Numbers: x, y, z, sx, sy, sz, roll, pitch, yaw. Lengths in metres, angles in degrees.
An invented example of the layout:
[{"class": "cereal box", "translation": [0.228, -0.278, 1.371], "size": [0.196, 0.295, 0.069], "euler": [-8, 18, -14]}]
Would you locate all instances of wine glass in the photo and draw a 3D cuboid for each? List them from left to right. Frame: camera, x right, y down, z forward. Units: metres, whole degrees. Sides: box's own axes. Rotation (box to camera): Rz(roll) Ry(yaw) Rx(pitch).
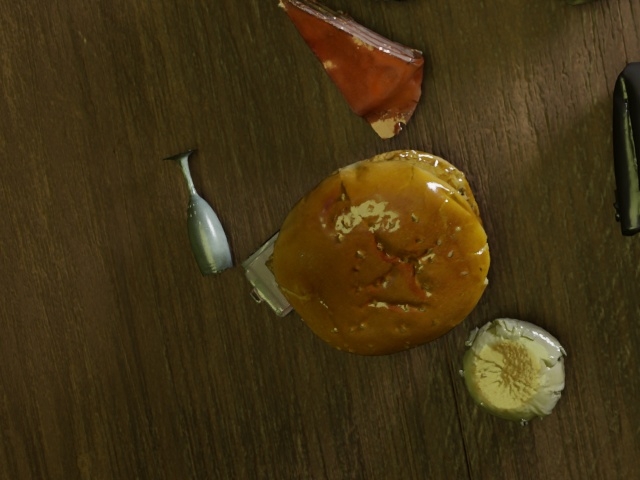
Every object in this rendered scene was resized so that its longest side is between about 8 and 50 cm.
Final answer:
[{"class": "wine glass", "translation": [-0.191, -0.042, 2.053], "size": [0.066, 0.066, 0.198], "euler": [-17, 92, 19]}]

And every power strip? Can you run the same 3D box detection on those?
[{"class": "power strip", "translation": [0.000, 0.000, 2.010], "size": [0.279, 0.037, 0.109], "euler": [-41, 85, 18]}]

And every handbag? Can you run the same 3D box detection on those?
[{"class": "handbag", "translation": [0.535, -0.120, 1.755], "size": [0.286, 0.113, 0.256], "euler": [1, 79, 17]}]

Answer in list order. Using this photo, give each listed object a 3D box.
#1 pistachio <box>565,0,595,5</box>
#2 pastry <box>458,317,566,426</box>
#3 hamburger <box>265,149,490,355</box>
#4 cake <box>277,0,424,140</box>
[{"class": "pistachio", "translation": [0.395, -0.461, 1.745], "size": [0.331, 0.208, 0.226], "euler": [-67, 32, 28]}, {"class": "pastry", "translation": [0.282, 0.189, 1.920], "size": [0.166, 0.088, 0.165], "euler": [2, 98, 16]}, {"class": "hamburger", "translation": [0.086, 0.021, 1.888], "size": [0.314, 0.170, 0.289], "euler": [-28, 109, 14]}, {"class": "cake", "translation": [0.041, -0.286, 1.904], "size": [0.287, 0.098, 0.135], "euler": [44, 119, -12]}]
